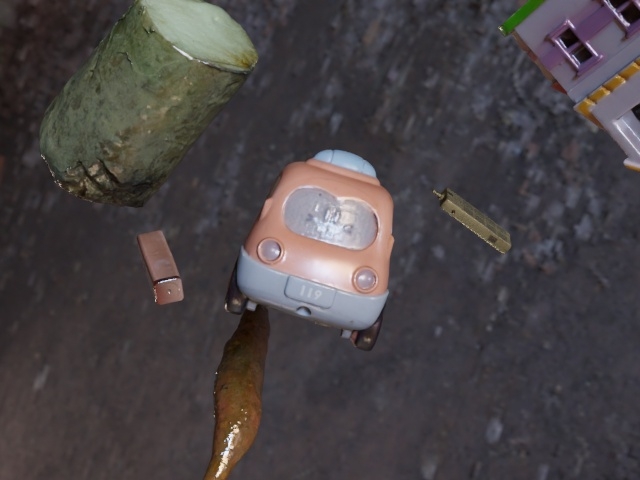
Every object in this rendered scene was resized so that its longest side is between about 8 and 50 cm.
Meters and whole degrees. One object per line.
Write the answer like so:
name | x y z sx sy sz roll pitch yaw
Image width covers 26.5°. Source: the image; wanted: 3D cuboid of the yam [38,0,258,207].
yam | -0.244 -0.192 1.857 0.300 0.195 0.195 -47 31 23

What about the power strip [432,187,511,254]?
power strip | 0.209 -0.031 1.874 0.019 0.136 0.051 -50 10 22

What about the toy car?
toy car | 0.000 0.000 1.591 0.270 0.181 0.212 -138 65 -87

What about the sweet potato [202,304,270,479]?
sweet potato | -0.104 0.176 1.730 0.066 0.072 0.314 -9 46 14

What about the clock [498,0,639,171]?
clock | 0.365 -0.173 1.324 0.166 0.309 0.235 -39 0 -40

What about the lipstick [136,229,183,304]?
lipstick | -0.246 0.040 2.077 0.145 0.045 0.045 -120 19 -54
